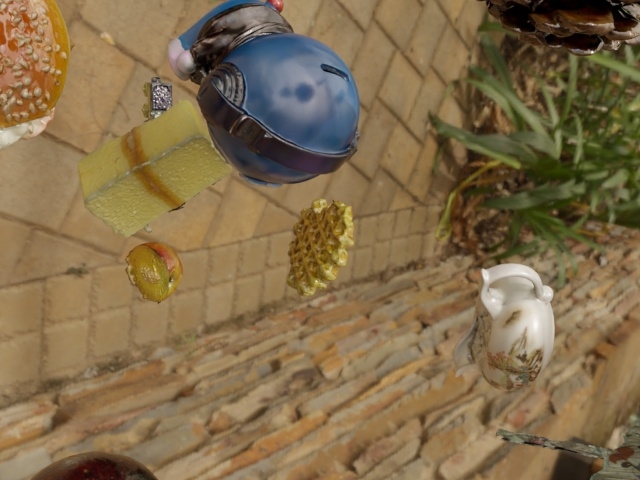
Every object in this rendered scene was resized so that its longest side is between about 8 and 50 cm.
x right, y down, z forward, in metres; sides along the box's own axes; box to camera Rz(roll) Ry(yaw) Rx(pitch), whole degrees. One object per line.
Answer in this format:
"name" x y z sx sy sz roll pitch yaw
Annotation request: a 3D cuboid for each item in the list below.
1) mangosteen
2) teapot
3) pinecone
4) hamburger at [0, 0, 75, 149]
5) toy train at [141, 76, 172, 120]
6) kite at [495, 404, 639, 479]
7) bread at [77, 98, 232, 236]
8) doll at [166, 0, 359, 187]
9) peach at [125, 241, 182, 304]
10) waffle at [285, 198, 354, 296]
"mangosteen" -0.282 0.389 0.919 0.231 0.289 0.232 17 62 -35
"teapot" 0.310 0.143 1.195 0.204 0.139 0.298 -84 180 -48
"pinecone" 0.231 -0.292 0.622 0.224 0.224 0.273 -47 159 -32
"hamburger" -0.388 -0.213 0.784 0.236 0.147 0.237 -18 118 -37
"toy train" -0.342 -0.243 1.495 0.060 0.081 0.202 -5 104 -28
"kite" 0.371 0.259 0.846 0.335 0.314 0.012 88 16 -50
"bread" -0.314 -0.133 1.301 0.266 0.178 0.142 -31 178 6
"doll" -0.075 -0.219 1.069 0.284 0.310 0.240 8 135 -44
"peach" -0.260 0.047 1.124 0.061 0.098 0.098 -24 125 -54
"waffle" 0.001 0.000 1.531 0.056 0.253 0.249 22 57 -22
